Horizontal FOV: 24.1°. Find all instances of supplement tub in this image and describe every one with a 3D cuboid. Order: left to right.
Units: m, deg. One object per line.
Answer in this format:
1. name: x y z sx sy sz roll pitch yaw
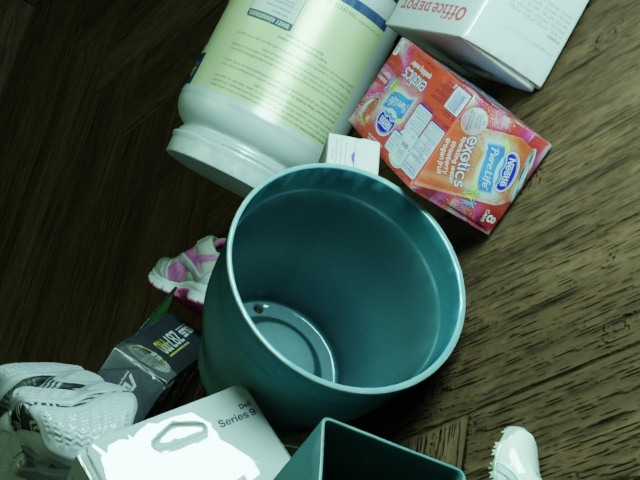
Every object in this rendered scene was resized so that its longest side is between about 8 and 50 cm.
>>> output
1. supplement tub: -0.053 -0.222 2.080 0.324 0.235 0.235 -63 25 -5

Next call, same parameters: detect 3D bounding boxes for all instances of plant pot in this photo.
1. plant pot: -0.014 0.095 1.675 0.255 0.272 0.271 127 159 -54
2. plant pot: 0.009 0.324 1.482 0.234 0.166 0.165 -47 27 40

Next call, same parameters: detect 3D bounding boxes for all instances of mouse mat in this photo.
1. mouse mat: -0.262 0.154 2.124 0.152 0.007 0.189 -52 -6 -32

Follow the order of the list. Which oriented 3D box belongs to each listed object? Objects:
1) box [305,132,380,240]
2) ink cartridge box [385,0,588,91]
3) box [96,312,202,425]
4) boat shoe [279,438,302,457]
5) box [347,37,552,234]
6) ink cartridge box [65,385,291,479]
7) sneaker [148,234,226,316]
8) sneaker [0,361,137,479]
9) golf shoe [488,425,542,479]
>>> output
1. box: 0.000 0.000 1.807 0.324 0.063 0.067 111 166 -50
2. ink cartridge box: 0.239 -0.351 1.793 0.306 0.131 0.226 -60 25 -1
3. box: -0.309 0.297 2.029 0.395 0.097 0.318 -56 -5 8
4. boat shoe: -0.087 0.283 1.765 0.305 0.091 0.109 -15 47 50
5. box: 0.144 -0.126 1.741 0.128 0.123 0.257 -56 25 10
6. ink cartridge box: -0.174 0.304 1.609 0.121 0.211 0.289 55 144 23
7. sneaker: -0.160 0.050 2.174 0.252 0.103 0.111 14 72 58
8. sneaker: -0.299 0.262 1.711 0.366 0.137 0.210 -169 81 -68
9. golf shoe: 0.197 0.243 1.345 0.086 0.069 0.176 -18 48 29
